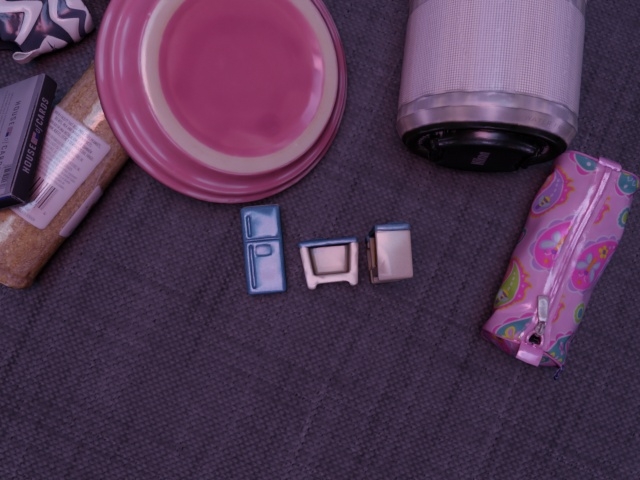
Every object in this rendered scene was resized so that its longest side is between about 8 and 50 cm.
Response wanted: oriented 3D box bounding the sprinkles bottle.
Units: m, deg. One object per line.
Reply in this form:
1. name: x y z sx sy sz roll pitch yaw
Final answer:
1. sprinkles bottle: -0.330 -0.108 0.824 0.121 0.121 0.355 37 86 3

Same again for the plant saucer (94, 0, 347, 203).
1. plant saucer: -0.107 -0.210 0.784 0.332 0.084 0.331 -4 98 -25

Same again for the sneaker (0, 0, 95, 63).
1. sneaker: -0.447 -0.345 0.859 0.153 0.094 0.235 -41 96 -12

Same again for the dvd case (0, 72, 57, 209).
1. dvd case: -0.450 -0.108 0.796 0.239 0.029 0.179 -9 63 23

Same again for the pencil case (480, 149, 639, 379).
1. pencil case: 0.312 0.028 0.813 0.124 0.124 0.284 26 84 2

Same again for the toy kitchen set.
1. toy kitchen set: 0.000 0.000 0.791 0.207 0.166 0.122 -6 85 -1

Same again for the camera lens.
1. camera lens: 0.215 -0.236 0.787 0.220 0.219 0.274 6 85 1
